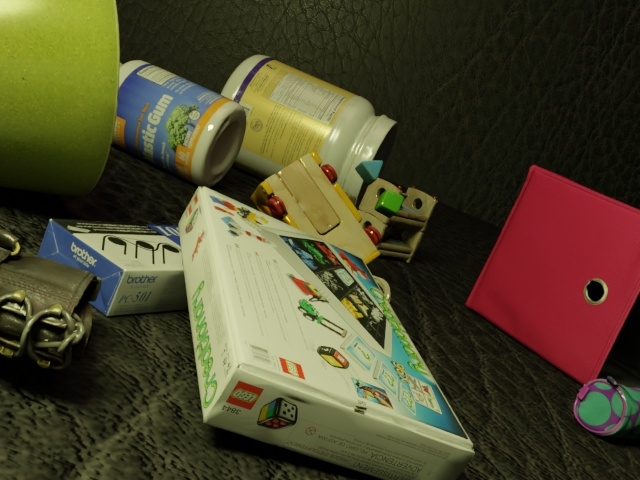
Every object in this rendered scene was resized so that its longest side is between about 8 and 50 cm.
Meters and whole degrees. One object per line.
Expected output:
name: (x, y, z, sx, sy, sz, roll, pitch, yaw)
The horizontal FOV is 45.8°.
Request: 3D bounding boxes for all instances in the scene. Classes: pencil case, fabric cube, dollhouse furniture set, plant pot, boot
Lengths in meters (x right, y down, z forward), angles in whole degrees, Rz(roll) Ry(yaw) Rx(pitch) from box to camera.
pencil case: (0.364, 0.197, 0.883, 0.152, 0.064, 0.070, 16, 30, -36)
fabric cube: (0.433, 0.065, 1.155, 0.259, 0.254, 0.258, 14, 15, -38)
dollhouse furniture set: (0.086, -0.062, 1.365, 0.184, 0.128, 0.129, 32, 14, 37)
plant pot: (-0.380, -0.178, 0.726, 0.294, 0.274, 0.275, -3, 24, -34)
boot: (-0.242, 0.019, 0.429, 0.229, 0.091, 0.263, 21, 9, -8)

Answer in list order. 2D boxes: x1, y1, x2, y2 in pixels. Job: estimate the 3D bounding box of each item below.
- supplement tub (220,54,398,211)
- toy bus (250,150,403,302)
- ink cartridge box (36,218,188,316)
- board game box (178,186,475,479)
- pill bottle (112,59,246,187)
supplement tub: (-0.033, -0.216, 1.564, 0.331, 0.241, 0.241, 25, 11, 9)
toy bus: (-0.003, -0.013, 1.006, 0.191, 0.202, 0.104, 13, -17, -14)
ink cartridge box: (-0.149, 0.023, 0.711, 0.097, 0.046, 0.207, 30, 13, 26)
board game box: (-0.014, 0.066, 0.632, 0.193, 0.053, 0.305, 25, 17, -23)
pill bottle: (-0.275, -0.208, 1.268, 0.272, 0.152, 0.152, 25, 11, 12)
